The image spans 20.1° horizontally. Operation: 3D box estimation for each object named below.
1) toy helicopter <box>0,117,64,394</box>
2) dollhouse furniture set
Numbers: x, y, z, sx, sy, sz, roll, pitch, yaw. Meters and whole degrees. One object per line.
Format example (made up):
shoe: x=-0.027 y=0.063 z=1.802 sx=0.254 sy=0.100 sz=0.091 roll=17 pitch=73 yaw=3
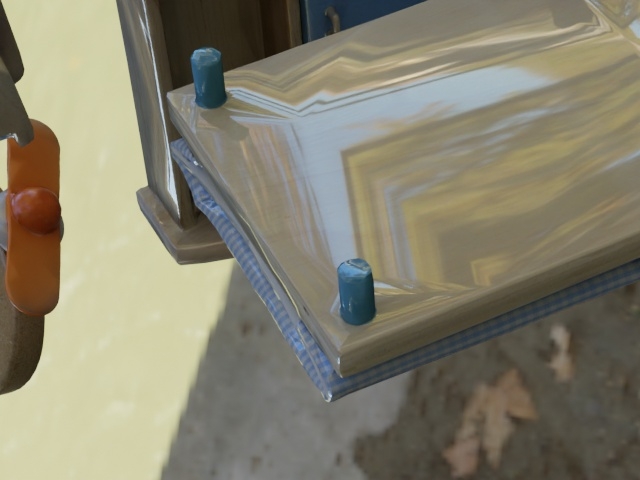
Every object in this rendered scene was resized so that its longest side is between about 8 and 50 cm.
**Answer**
toy helicopter: x=-0.290 y=-0.047 z=1.468 sx=0.235 sy=0.140 sz=0.355 roll=-8 pitch=91 yaw=48
dollhouse furniture set: x=0.000 y=0.000 z=0.633 sx=0.303 sy=0.286 sz=0.198 roll=53 pitch=158 yaw=41
